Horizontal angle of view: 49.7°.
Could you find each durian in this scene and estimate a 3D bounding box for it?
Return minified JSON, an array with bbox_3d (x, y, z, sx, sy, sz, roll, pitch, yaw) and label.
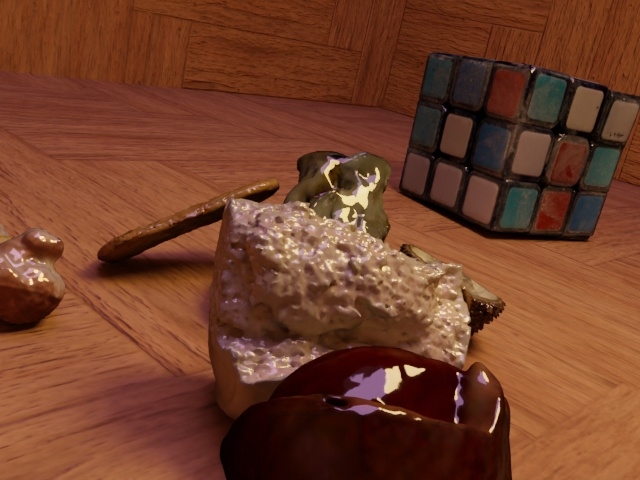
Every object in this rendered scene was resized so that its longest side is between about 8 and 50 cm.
[{"bbox_3d":[0.154,0.073,0.891,0.148,0.091,0.188,27,15,5],"label":"durian"}]

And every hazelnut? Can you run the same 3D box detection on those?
[{"bbox_3d":[0.035,0.145,0.445,0.170,0.160,0.202,-3,3,17],"label":"hazelnut"}]

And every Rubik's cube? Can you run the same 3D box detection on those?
[{"bbox_3d":[0.433,-0.220,1.576,0.359,0.363,0.362,3,20,-34],"label":"Rubik's cube"}]

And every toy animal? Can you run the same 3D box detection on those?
[{"bbox_3d":[-0.357,0.039,0.675,0.185,0.104,0.184,34,51,12],"label":"toy animal"}]

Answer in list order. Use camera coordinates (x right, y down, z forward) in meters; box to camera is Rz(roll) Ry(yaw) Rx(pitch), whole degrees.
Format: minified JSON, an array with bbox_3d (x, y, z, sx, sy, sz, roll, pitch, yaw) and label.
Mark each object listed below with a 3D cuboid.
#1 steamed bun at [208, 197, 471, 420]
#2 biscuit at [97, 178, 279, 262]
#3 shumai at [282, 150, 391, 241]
[{"bbox_3d":[0.020,0.074,0.587,0.226,0.200,0.170,7,12,-12],"label":"steamed bun"},{"bbox_3d":[-0.165,-0.029,0.878,0.247,0.029,0.118,-24,-2,-20],"label":"biscuit"},{"bbox_3d":[0.000,0.000,0.826,0.222,0.203,0.272,11,20,-6],"label":"shumai"}]
